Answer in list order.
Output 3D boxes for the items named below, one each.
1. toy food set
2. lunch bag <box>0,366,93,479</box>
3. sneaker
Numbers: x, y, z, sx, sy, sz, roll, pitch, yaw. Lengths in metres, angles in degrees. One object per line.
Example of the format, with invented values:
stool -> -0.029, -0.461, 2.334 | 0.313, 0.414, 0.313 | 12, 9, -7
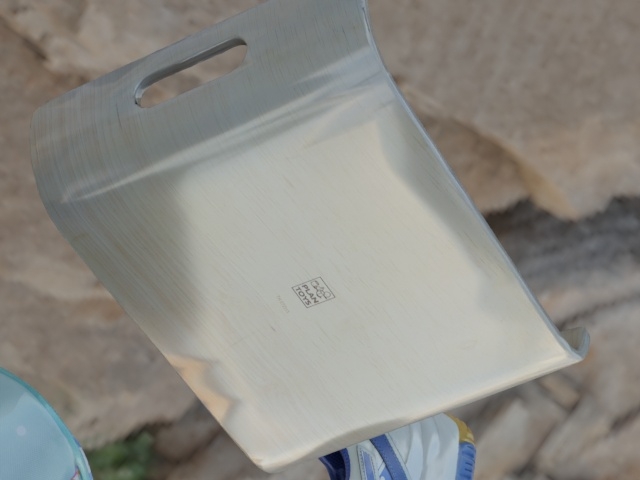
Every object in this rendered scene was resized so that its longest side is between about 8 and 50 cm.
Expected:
toy food set -> 0.000, 0.000, 1.160 | 0.219, 0.092, 0.306 | -22, 127, 21
lunch bag -> -0.222, 0.177, 1.094 | 0.108, 0.224, 0.279 | -42, 138, -37
sneaker -> 0.023, 0.254, 1.367 | 0.112, 0.131, 0.296 | 118, -17, -59
